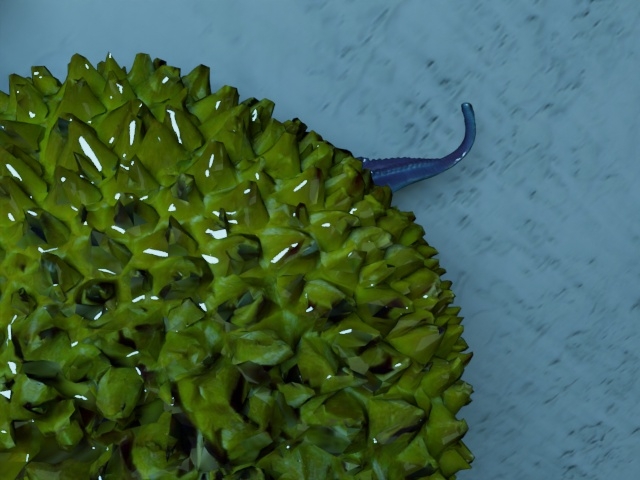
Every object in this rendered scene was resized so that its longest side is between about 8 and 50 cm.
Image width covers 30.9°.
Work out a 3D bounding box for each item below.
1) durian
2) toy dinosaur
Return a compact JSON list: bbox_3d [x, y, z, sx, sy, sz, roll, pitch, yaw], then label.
[{"bbox_3d":[-0.079,0.059,0.459,0.293,0.258,0.258,20,116,-9],"label":"durian"},{"bbox_3d":[0.000,0.000,0.576,0.197,0.045,0.080,-33,124,12],"label":"toy dinosaur"}]
